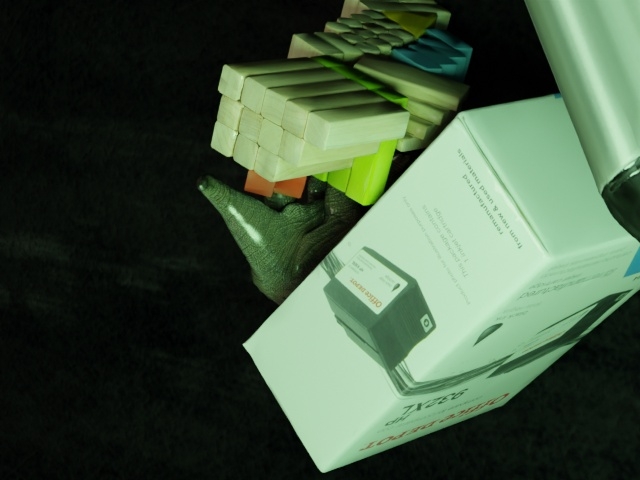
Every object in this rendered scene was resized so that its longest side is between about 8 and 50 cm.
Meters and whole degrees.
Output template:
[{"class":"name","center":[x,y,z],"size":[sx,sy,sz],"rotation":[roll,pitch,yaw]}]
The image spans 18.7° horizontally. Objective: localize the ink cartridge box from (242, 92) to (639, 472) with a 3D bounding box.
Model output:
[{"class":"ink cartridge box","center":[0.122,0.027,1.465],"size":[0.307,0.223,0.129],"rotation":[-47,67,42]}]

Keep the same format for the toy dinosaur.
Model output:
[{"class":"toy dinosaur","center":[0.000,0.000,1.600],"size":[0.121,0.313,0.160],"rotation":[5,87,20]}]

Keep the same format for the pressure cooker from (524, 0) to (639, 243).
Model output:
[{"class":"pressure cooker","center":[0.269,-0.238,1.142],"size":[0.375,0.369,0.420],"rotation":[-39,68,62]}]

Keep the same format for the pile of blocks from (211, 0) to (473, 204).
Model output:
[{"class":"pile of blocks","center":[0.036,-0.092,1.475],"size":[0.149,0.362,0.113],"rotation":[20,114,13]}]
